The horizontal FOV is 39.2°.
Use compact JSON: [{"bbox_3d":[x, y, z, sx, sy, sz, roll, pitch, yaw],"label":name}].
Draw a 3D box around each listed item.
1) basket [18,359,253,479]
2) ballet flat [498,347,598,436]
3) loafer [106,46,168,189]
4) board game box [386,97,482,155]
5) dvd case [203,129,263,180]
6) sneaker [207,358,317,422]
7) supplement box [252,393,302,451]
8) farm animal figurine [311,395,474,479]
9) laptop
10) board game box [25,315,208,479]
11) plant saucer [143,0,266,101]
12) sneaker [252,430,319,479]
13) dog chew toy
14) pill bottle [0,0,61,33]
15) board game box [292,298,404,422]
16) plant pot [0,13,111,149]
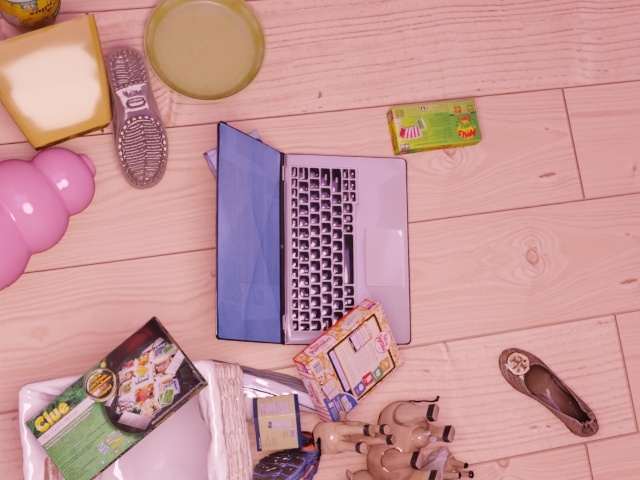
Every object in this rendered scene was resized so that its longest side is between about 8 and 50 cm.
[{"bbox_3d":[-0.292,0.375,1.502,0.332,0.266,0.328,-8,83,5],"label":"basket"},{"bbox_3d":[0.464,0.306,1.808,0.250,0.058,0.084,43,75,-2],"label":"ballet flat"},{"bbox_3d":[-0.350,-0.233,1.718,0.102,0.092,0.268,-7,99,-11],"label":"loafer"},{"bbox_3d":[0.235,-0.235,1.856,0.181,0.043,0.092,-8,83,-12],"label":"board game box"},{"bbox_3d":[-0.160,-0.158,1.780,0.120,0.013,0.087,-25,87,-13],"label":"dvd case"},{"bbox_3d":[-0.104,0.297,1.690,0.258,0.094,0.091,16,96,-4],"label":"sneaker"},{"bbox_3d":[-0.078,0.330,1.627,0.083,0.056,0.083,-5,120,-3],"label":"supplement box"},{"bbox_3d":[0.108,0.399,1.615,0.327,0.172,0.330,-45,119,-45],"label":"farm animal figurine"},{"bbox_3d":[0.000,0.000,1.673,0.408,0.236,0.381,1,81,-11],"label":"laptop"},{"bbox_3d":[-0.312,0.249,1.374,0.260,0.030,0.136,-39,81,1],"label":"board game box"},{"bbox_3d":[-0.230,-0.388,1.791,0.241,0.037,0.240,2,82,-11],"label":"plant saucer"},{"bbox_3d":[-0.050,0.422,1.624,0.083,0.221,0.087,-1,100,27],"label":"sneaker"},{"bbox_3d":[-0.547,-0.050,1.597,0.332,0.206,0.206,-39,90,-22],"label":"dog chew toy"},{"bbox_3d":[-0.541,-0.456,1.651,0.118,0.208,0.117,2,80,-11],"label":"pill bottle"},{"bbox_3d":[0.055,0.222,1.655,0.193,0.045,0.146,-36,118,-28],"label":"board game box"},{"bbox_3d":[-0.487,-0.276,1.644,0.212,0.212,0.187,-22,98,-14],"label":"plant pot"}]
